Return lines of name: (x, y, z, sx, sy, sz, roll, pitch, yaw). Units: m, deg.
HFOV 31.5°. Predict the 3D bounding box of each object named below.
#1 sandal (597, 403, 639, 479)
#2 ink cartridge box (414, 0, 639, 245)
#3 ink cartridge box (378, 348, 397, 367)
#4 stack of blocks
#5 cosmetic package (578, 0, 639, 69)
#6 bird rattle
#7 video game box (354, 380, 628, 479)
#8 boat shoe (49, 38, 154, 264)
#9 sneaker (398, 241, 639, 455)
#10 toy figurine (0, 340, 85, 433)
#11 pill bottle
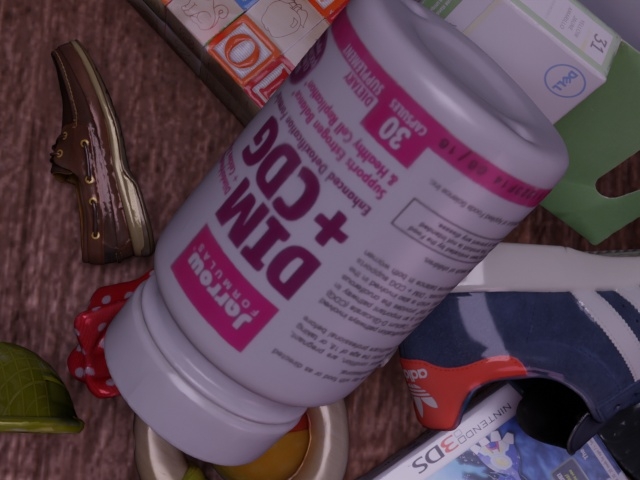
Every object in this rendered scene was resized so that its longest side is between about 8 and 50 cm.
sandal: (0.391, 0.195, 0.891, 0.446, 0.107, 0.167, 41, 77, 1)
ink cartridge box: (0.147, -0.082, 0.781, 0.235, 0.171, 0.056, 37, 52, -9)
ink cartridge box: (0.004, 0.034, 0.865, 0.135, 0.099, 0.056, 40, 77, -3)
stack of blocks: (-0.017, -0.177, 0.897, 0.171, 0.087, 0.297, -42, 89, -11)
cosmetic package: (0.257, -0.353, 0.802, 0.394, 0.329, 0.327, -41, 90, -25)
bird rattle: (-0.082, 0.140, 0.852, 0.207, 0.143, 0.253, -1, 69, -20)
video game box: (0.153, 0.225, 0.887, 0.187, 0.048, 0.205, -34, 88, -9)
boat shoe: (-0.179, -0.066, 0.871, 0.060, 0.064, 0.178, -17, 87, -12)
sneaker: (0.216, 0.077, 0.827, 0.350, 0.131, 0.148, 0, 88, -15)
toy figurine: (-0.342, 0.022, 0.772, 0.363, 0.191, 0.217, -1, 67, 7)
pill bottle: (0.000, 0.000, 0.699, 0.160, 0.160, 0.283, 41, 112, -1)
